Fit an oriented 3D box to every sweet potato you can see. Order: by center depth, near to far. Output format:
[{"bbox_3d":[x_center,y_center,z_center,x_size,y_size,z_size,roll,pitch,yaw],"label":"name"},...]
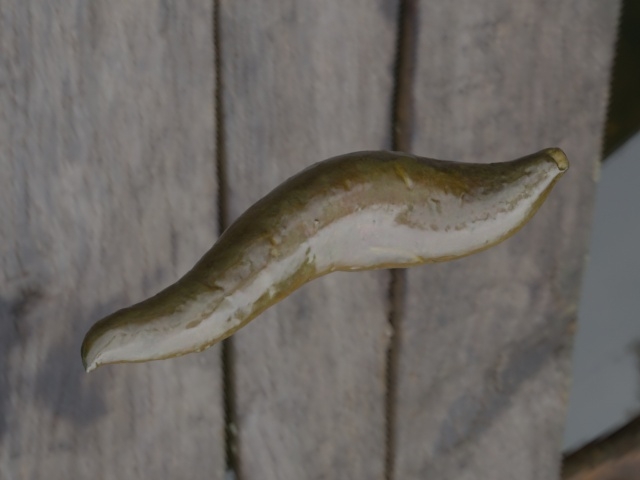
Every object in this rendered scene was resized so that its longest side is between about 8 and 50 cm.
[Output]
[{"bbox_3d":[-0.003,-0.001,0.786,0.249,0.069,0.059,-19,145,-20],"label":"sweet potato"}]
